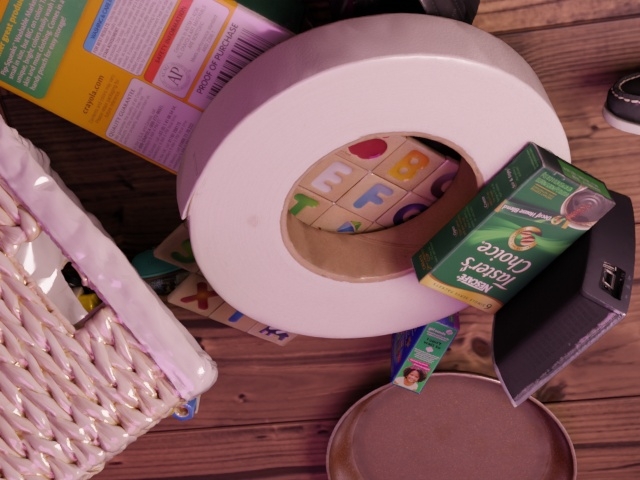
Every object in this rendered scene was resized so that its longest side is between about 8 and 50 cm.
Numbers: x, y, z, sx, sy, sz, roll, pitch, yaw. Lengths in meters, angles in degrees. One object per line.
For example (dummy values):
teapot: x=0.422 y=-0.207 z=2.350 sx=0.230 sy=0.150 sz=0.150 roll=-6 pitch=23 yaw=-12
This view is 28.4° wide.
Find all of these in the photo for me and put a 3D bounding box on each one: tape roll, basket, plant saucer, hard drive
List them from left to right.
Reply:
basket: x=-0.299 y=0.091 z=1.267 sx=0.266 sy=0.331 sz=0.328 roll=-40 pitch=89 yaw=-5
tape roll: x=0.054 y=-0.051 z=1.266 sx=0.392 sy=0.072 sz=0.392 roll=-7 pitch=137 yaw=-7
plant saucer: x=0.163 y=0.273 z=1.589 sx=0.311 sy=0.050 sz=0.310 roll=3 pitch=125 yaw=5
hard drive: x=0.249 y=0.046 z=1.306 sx=0.054 sy=0.254 sz=0.172 roll=39 pitch=120 yaw=-8

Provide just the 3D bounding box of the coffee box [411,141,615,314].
coffee box: x=0.191 y=-0.007 z=1.266 sx=0.113 sy=0.040 sz=0.184 roll=24 pitch=125 yaw=-34

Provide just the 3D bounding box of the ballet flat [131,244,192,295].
ballet flat: x=-0.124 y=0.024 z=1.457 sx=0.188 sy=0.070 sz=0.070 roll=-9 pitch=122 yaw=15

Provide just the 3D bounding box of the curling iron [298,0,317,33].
curling iron: x=-0.069 y=-0.309 z=1.226 sx=0.035 sy=0.068 sz=0.274 roll=-23 pitch=123 yaw=19

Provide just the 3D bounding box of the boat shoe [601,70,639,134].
boat shoe: x=0.426 y=-0.166 z=1.231 sx=0.303 sy=0.114 sz=0.091 roll=-8 pitch=124 yaw=-2

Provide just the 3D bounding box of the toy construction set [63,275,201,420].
toy construction set: x=-0.323 y=0.159 z=1.524 sx=0.328 sy=0.151 sz=0.215 roll=-15 pitch=121 yaw=4

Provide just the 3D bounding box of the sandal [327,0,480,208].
sandal: x=0.076 y=-0.203 z=1.243 sx=0.168 sy=0.107 sz=0.445 roll=4 pitch=125 yaw=5

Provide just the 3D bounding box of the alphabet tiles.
alphabet tiles: x=0.000 y=0.000 z=1.382 sx=0.285 sy=0.011 sz=0.342 roll=25 pitch=128 yaw=-34

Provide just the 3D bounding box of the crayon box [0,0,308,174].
crayon box: x=-0.201 y=-0.211 z=1.247 sx=0.323 sy=0.083 sz=0.203 roll=26 pitch=123 yaw=-10

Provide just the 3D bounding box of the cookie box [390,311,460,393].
cookie box: x=0.120 y=0.106 z=1.456 sx=0.040 sy=0.092 sz=0.107 roll=20 pitch=124 yaw=-10
